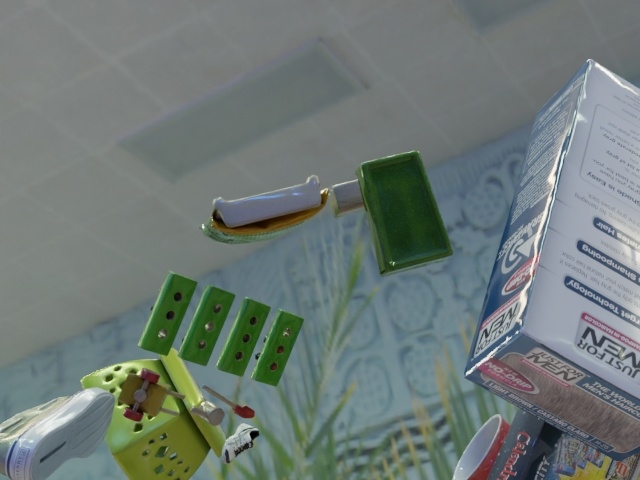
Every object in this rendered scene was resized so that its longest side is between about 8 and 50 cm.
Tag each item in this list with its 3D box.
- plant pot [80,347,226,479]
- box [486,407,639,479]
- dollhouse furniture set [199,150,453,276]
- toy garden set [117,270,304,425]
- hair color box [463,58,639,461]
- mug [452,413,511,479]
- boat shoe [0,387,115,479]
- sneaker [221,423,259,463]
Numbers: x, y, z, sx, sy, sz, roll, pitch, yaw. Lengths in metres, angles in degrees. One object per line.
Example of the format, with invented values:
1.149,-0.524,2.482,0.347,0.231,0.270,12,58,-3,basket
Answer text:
-0.332,0.366,2.253,0.207,0.228,0.227,-30,-42,-8,plant pot
0.225,0.266,1.052,0.159,0.233,0.044,34,-15,-25,box
0.000,0.000,1.522,0.301,0.151,0.197,-14,-8,-11,dollhouse furniture set
-0.160,0.166,1.531,0.244,0.204,0.049,23,-1,-41,toy garden set
0.266,0.010,1.036,0.173,0.347,0.105,29,-38,-8,hair color box
0.273,0.326,1.467,0.169,0.113,0.150,33,-15,0,mug
-0.401,0.278,1.646,0.094,0.109,0.302,15,7,12,boat shoe
-0.127,0.326,1.760,0.036,0.083,0.032,10,-49,25,sneaker
